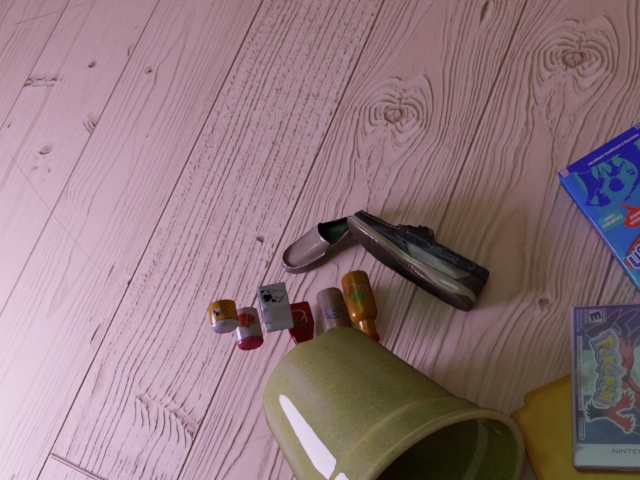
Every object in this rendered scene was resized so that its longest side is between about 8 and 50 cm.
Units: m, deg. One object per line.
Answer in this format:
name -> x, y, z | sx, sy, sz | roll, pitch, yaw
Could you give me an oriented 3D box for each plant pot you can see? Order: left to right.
plant pot -> 0.062, 0.247, 1.071 | 0.276, 0.276, 0.254 | -47, 45, -1

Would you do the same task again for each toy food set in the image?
toy food set -> -0.036, 0.126, 1.238 | 0.232, 0.111, 0.104 | -11, 65, -9

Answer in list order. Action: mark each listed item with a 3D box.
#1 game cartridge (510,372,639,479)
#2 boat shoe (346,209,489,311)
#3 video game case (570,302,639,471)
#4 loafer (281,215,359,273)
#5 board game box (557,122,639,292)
game cartridge -> 0.405, 0.279, 0.998 | 0.285, 0.052, 0.323 | -27, 55, 13
boat shoe -> 0.139, 0.016, 1.234 | 0.223, 0.080, 0.073 | 35, 76, 26
video game case -> 0.388, 0.168, 1.017 | 0.183, 0.023, 0.201 | -5, 63, 25
loafer -> 0.000, 0.000, 1.322 | 0.148, 0.050, 0.056 | -30, 55, 9
board game box -> 0.435, -0.047, 1.132 | 0.160, 0.047, 0.210 | -33, 58, 9
